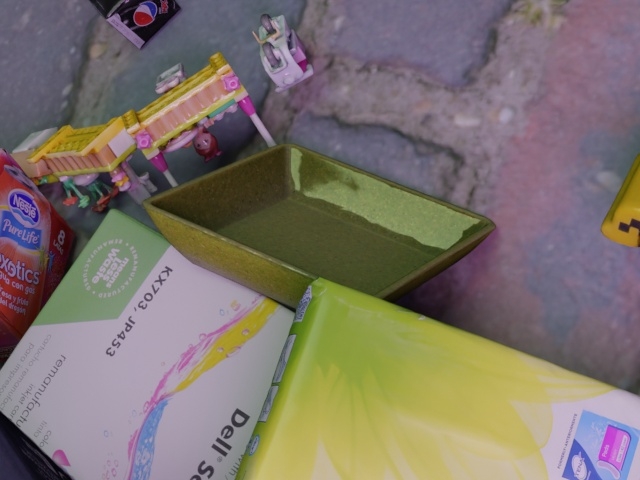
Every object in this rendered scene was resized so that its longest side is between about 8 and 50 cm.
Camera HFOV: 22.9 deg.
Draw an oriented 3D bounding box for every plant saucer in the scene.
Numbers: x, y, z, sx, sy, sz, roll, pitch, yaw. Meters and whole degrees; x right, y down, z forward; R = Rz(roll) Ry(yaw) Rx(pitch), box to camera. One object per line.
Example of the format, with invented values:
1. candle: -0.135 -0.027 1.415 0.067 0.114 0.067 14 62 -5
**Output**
1. plant saucer: 0.000 0.000 1.114 0.188 0.188 0.045 23 117 25

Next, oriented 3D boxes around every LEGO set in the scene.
1. LEGO set: -0.128 -0.066 1.270 0.287 0.107 0.132 -25 23 22

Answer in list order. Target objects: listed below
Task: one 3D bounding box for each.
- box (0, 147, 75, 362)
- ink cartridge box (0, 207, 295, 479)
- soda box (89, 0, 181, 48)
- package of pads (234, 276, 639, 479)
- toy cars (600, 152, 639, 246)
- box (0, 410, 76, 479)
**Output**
1. box: -0.347 0.024 1.294 0.257 0.122 0.128 -7 50 25
2. ink cartridge box: -0.058 0.146 1.098 0.353 0.119 0.207 28 82 34
3. soda box: -0.194 -0.244 1.388 0.053 0.060 0.169 -44 55 4
4. package of pads: 0.091 0.181 0.941 0.296 0.101 0.229 21 79 2
5. toy cars: 0.317 0.052 0.918 0.176 0.087 0.393 -18 52 -15
6. box: -0.173 0.327 0.835 0.293 0.212 0.395 -40 52 -7
